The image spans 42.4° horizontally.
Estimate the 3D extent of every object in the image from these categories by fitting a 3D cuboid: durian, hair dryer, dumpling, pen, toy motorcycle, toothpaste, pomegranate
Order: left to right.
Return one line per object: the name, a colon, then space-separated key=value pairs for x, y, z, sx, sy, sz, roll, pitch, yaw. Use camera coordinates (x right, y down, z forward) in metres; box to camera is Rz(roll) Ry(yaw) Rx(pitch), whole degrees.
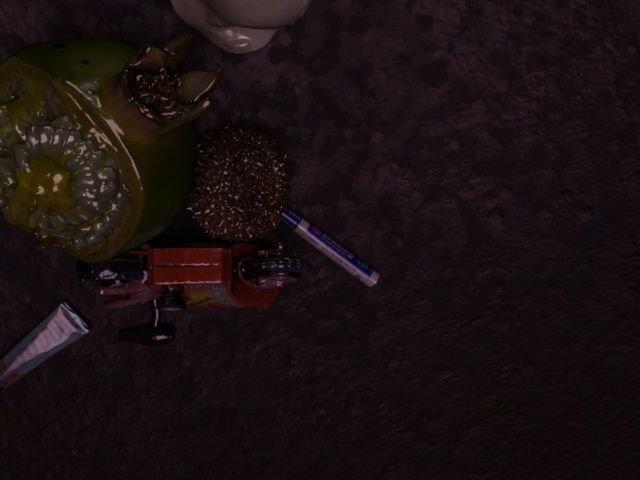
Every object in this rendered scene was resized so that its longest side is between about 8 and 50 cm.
toothpaste: x=-0.416 y=0.165 z=1.152 sx=0.205 sy=0.036 sz=0.056 roll=-38 pitch=107 yaw=4
pomegranate: x=-0.242 y=-0.118 z=0.939 sx=0.340 sy=0.260 sz=0.260 roll=-22 pitch=113 yaw=36
hair dryer: x=-0.244 y=0.107 z=1.156 sx=0.079 sy=0.031 sz=0.083 roll=1 pitch=96 yaw=4
toy motorcycle: x=-0.160 y=0.046 z=1.070 sx=0.298 sy=0.171 sz=0.089 roll=-1 pitch=86 yaw=-1
dumpling: x=-0.091 y=-0.329 z=0.942 sx=0.193 sy=0.147 sz=0.258 roll=6 pitch=134 yaw=-19
durian: x=-0.096 y=-0.071 z=1.028 sx=0.148 sy=0.091 sz=0.188 roll=-28 pitch=78 yaw=-12
pen: x=0.000 y=0.000 z=1.136 sx=0.204 sy=0.025 sz=0.025 roll=37 pitch=102 yaw=-16
